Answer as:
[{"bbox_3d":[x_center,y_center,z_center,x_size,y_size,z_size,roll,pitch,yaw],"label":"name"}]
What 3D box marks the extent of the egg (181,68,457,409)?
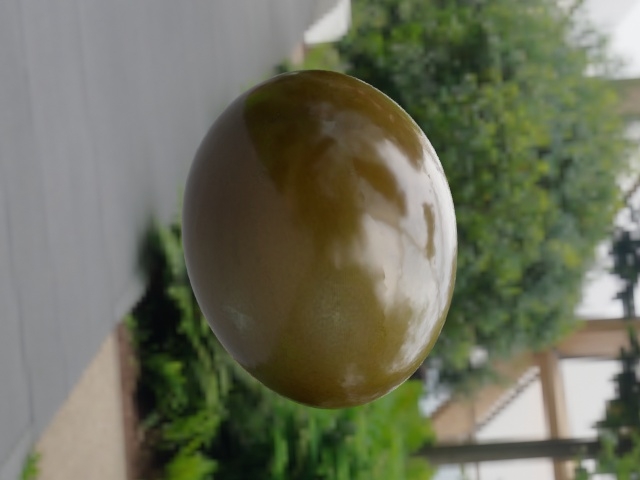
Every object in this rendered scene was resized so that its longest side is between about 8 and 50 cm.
[{"bbox_3d":[0.000,0.000,1.677,0.282,0.282,0.351,-79,159,-79],"label":"egg"}]
